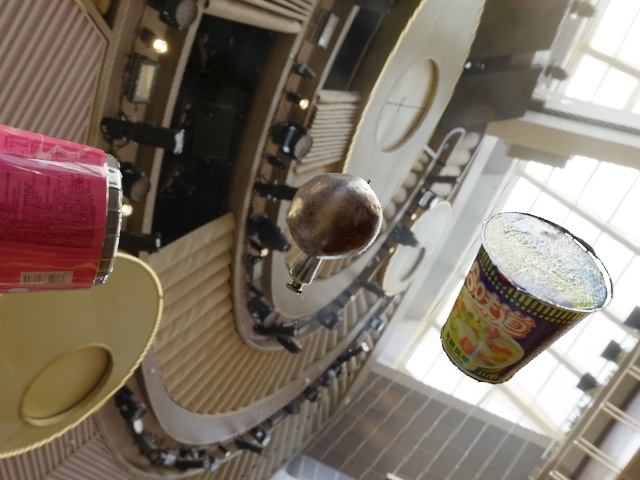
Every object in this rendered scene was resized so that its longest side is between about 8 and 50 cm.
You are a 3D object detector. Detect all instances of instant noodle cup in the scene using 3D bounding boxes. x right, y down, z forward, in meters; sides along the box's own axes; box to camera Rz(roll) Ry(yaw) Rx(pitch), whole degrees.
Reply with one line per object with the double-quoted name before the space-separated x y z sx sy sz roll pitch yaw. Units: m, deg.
"instant noodle cup" 0.403 0.141 1.203 0.284 0.284 0.312 -30 -29 -42
"instant noodle cup" -0.358 -0.032 0.717 0.181 0.302 0.258 6 -76 -30

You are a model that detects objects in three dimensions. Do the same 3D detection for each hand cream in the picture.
"hand cream" 0.000 0.000 1.269 0.256 0.055 0.088 -60 18 1

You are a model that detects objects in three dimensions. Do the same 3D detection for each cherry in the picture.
"cherry" 0.023 -0.048 1.131 0.195 0.195 0.195 -40 -29 -28
